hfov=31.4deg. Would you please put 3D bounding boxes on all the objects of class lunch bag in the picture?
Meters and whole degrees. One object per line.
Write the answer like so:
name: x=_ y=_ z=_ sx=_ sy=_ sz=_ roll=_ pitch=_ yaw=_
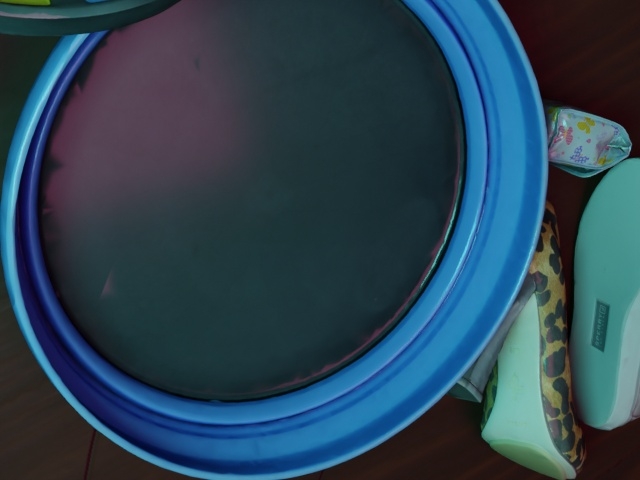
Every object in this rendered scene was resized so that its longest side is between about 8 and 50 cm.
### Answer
lunch bag: x=0.198 y=-0.083 z=0.913 sx=0.083 sy=0.071 sz=0.053 roll=8 pitch=103 yaw=-29

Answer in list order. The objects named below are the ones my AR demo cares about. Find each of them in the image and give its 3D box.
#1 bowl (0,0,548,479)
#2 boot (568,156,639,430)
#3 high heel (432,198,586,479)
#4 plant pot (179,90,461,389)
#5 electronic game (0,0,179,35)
bowl: x=-0.025 y=-0.027 z=0.781 sx=0.391 sy=0.077 sz=0.391 roll=-10 pitch=113 yaw=-24
boot: x=0.295 y=0.042 z=1.007 sx=0.123 sy=0.095 sz=0.258 roll=-11 pitch=121 yaw=-30
high heel: x=0.199 y=0.093 z=0.983 sx=0.261 sy=0.093 sz=0.186 roll=46 pitch=63 yaw=-44
plant pot: x=0.000 y=0.000 z=0.867 sx=0.236 sy=0.032 sz=0.236 roll=-10 pitch=113 yaw=-24
electronic game: x=-0.168 y=-0.188 z=0.612 sx=0.229 sy=0.229 sz=0.048 roll=-6 pitch=141 yaw=-25
